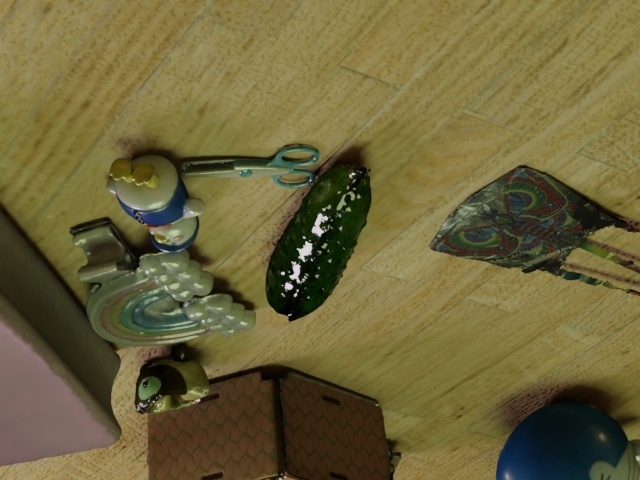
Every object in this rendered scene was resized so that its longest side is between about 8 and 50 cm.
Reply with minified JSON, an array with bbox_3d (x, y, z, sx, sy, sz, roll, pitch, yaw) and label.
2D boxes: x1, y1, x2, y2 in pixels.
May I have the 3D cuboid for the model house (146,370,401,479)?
[{"bbox_3d":[-0.044,0.265,1.671,0.326,0.169,0.244,3,145,-8],"label":"model house"}]

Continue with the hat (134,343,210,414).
[{"bbox_3d":[-0.160,0.148,1.579,0.076,0.059,0.077,-3,157,-31],"label":"hat"}]

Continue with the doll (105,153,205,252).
[{"bbox_3d":[-0.140,-0.030,1.307,0.098,0.058,0.143,16,159,20],"label":"doll"}]

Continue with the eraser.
[{"bbox_3d":[-0.375,0.098,1.425,0.272,0.122,0.359,-9,148,10],"label":"eraser"}]

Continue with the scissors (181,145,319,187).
[{"bbox_3d":[-0.061,-0.062,1.298,0.119,0.014,0.058,-2,147,-8],"label":"scissors"}]

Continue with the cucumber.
[{"bbox_3d":[0.000,0.000,1.358,0.069,0.069,0.227,8,142,-16],"label":"cucumber"}]

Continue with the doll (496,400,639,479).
[{"bbox_3d":[0.289,0.291,1.747,0.215,0.161,0.257,-36,155,-1],"label":"doll"}]

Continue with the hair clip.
[{"bbox_3d":[-0.165,0.052,1.443,0.140,0.054,0.220,-20,148,13],"label":"hair clip"}]

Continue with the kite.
[{"bbox_3d":[0.253,0.005,1.427,0.285,0.015,0.152,15,144,-25],"label":"kite"}]
